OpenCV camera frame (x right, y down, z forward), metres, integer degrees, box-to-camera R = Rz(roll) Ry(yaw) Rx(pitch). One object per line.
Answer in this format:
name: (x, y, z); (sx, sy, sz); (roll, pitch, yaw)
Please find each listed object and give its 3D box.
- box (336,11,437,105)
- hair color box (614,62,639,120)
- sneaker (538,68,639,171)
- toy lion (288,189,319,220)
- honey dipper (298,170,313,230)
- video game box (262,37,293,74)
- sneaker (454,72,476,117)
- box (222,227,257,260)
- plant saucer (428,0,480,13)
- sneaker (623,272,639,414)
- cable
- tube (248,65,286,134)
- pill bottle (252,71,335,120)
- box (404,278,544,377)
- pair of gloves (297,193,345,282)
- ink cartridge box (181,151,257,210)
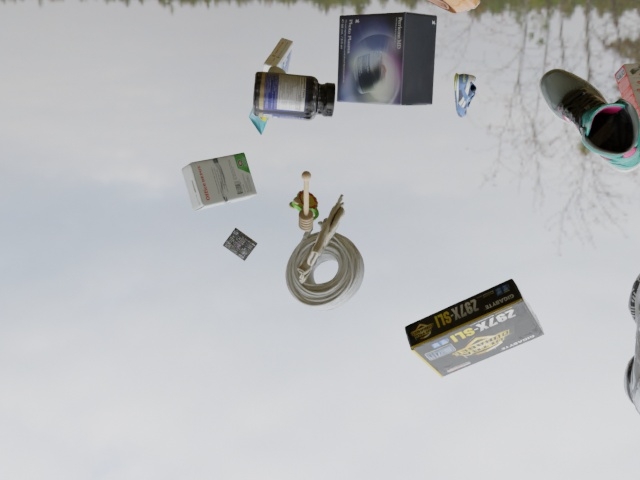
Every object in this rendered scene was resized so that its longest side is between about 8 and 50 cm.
box: (0.218, -0.609, 2.454); (0.294, 0.296, 0.182); (13, -163, 43)
hair color box: (0.788, -0.347, 1.768); (0.093, 0.167, 0.053); (-7, 163, -10)
sneaker: (0.584, -0.275, 1.579); (0.295, 0.124, 0.178); (49, -168, 16)
toy lion: (-0.039, -0.103, 2.168); (0.100, 0.034, 0.096); (52, -138, 9)
honey dipper: (-0.026, -0.075, 1.380); (0.030, 0.161, 0.030); (1, -124, -2)
video game box: (-0.147, -0.516, 2.339); (0.048, 0.205, 0.187); (19, -137, 6)
sneaker: (0.396, -0.394, 1.990); (0.059, 0.144, 0.053); (-4, -128, 9)
box: (-0.242, 0.012, 2.198); (0.083, 0.067, 0.018); (35, -162, -7)
plant saucer: (0.168, -0.429, 1.196); (0.200, 0.037, 0.200); (29, -165, -8)
sneaker: (0.736, 0.229, 1.548); (0.137, 0.366, 0.210); (4, -164, 11)
cable: (0.011, 0.097, 2.317); (0.257, 0.257, 0.089); (34, 173, 31)
tube: (-0.157, -0.407, 2.107); (0.052, 0.207, 0.080); (-9, -125, -33)
pill bottle: (-0.072, -0.391, 1.987); (0.219, 0.123, 0.123); (4, -161, -5)
box: (0.423, 0.247, 1.993); (0.322, 0.257, 0.079); (-26, -129, 15)
pair of gloves: (0.000, 0.000, 1.941); (0.042, 0.240, 0.204); (30, -115, 3)
ink cartridge box: (-0.334, -0.193, 2.401); (0.208, 0.153, 0.087); (-15, 178, -35)
